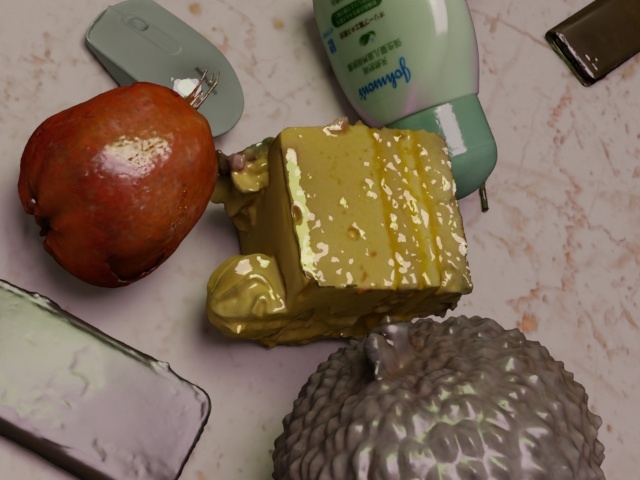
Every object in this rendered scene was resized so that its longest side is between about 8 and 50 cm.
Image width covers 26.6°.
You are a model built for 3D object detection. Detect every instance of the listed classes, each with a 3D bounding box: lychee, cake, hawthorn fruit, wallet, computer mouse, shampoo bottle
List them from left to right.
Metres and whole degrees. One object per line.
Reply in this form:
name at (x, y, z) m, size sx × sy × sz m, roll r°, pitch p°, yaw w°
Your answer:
wallet at (-0.282, 0.171, 1.519) m, size 0.309 × 0.042 × 0.165 m, roll 30°, pitch 59°, yaw -9°
hawthorn fruit at (-0.209, -0.090, 1.561) m, size 0.211 × 0.211 × 0.299 m, roll 45°, pitch 71°, yaw 0°
computer mouse at (-0.193, -0.224, 1.731) m, size 0.231 × 0.079 × 0.128 m, roll 45°, pitch 54°, yaw 4°
cake at (0.000, 0.000, 1.626) m, size 0.285 × 0.222 × 0.228 m, roll 2°, pitch 65°, yaw -24°
shampoo bottle at (0.123, -0.218, 1.805) m, size 0.151 × 0.221 × 0.350 m, roll -20°, pitch 89°, yaw -50°
lychee at (0.127, 0.277, 1.477) m, size 0.380 × 0.380 × 0.432 m, roll -32°, pitch 113°, yaw -33°
wallet at (0.444, -0.321, 2.104) m, size 0.198 × 0.031 × 0.110 m, roll -33°, pitch 84°, yaw -33°

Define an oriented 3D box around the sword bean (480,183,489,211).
sword bean at (0.229, -0.079, 1.899) m, size 0.012 × 0.012 × 0.083 m, roll 10°, pitch 64°, yaw -21°
